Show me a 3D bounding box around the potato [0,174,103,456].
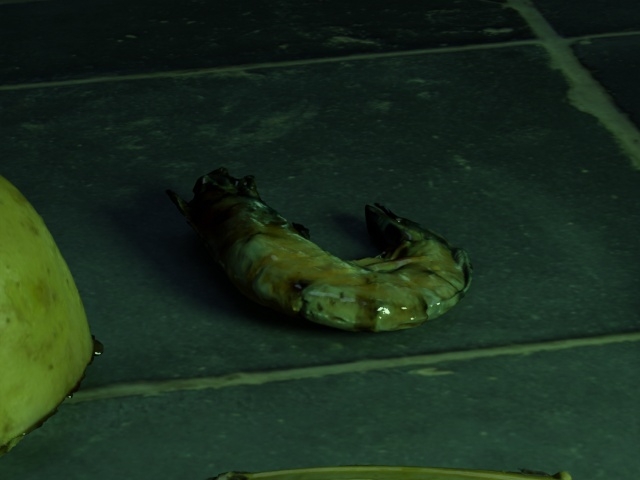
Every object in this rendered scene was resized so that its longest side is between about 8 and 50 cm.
[{"bbox_3d":[-0.307,0.052,1.301,0.242,0.243,0.285,14,32,32],"label":"potato"}]

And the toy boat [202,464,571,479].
[{"bbox_3d":[0.032,0.203,1.069,0.310,0.089,0.115,0,16,7],"label":"toy boat"}]

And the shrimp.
[{"bbox_3d":[0.000,0.000,1.555,0.233,0.071,0.365,-4,23,-25],"label":"shrimp"}]
